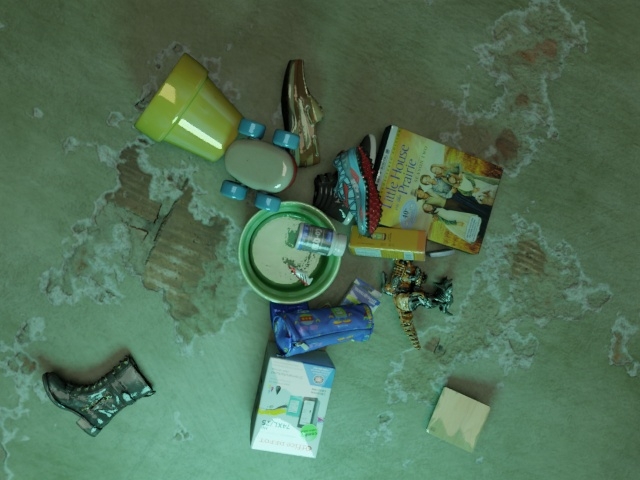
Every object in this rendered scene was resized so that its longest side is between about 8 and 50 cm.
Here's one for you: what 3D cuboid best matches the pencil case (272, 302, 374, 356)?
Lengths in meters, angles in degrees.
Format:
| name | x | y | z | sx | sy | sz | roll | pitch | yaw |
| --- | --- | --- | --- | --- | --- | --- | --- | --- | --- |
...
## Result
| name | x | y | z | sx | sy | sz | roll | pitch | yaw |
| --- | --- | --- | --- | --- | --- | --- | --- | --- | --- |
| pencil case | 0.012 | 0.259 | 1.469 | 0.306 | 0.133 | 0.119 | -5 | 113 | -26 |

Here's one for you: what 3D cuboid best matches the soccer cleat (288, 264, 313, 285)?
| name | x | y | z | sx | sy | sz | roll | pitch | yaw |
| --- | --- | --- | --- | --- | --- | --- | --- | --- | --- |
| soccer cleat | -0.058 | 0.095 | 1.438 | 0.083 | 0.029 | 0.035 | 45 | 77 | -10 |

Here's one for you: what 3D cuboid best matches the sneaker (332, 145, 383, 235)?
| name | x | y | z | sx | sy | sz | roll | pitch | yaw |
| --- | --- | --- | --- | --- | --- | --- | --- | --- | --- |
| sneaker | 0.104 | -0.141 | 1.478 | 0.104 | 0.125 | 0.261 | -16 | 99 | -52 |

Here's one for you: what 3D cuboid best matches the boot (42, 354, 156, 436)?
| name | x | y | z | sx | sy | sz | roll | pitch | yaw |
| --- | --- | --- | --- | --- | --- | --- | --- | --- | --- |
| boot | -0.656 | 0.427 | 1.494 | 0.229 | 0.091 | 0.263 | -42 | 101 | -10 |

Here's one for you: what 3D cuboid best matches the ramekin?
| name | x | y | z | sx | sy | sz | roll | pitch | yaw |
| --- | --- | --- | --- | --- | --- | --- | --- | --- | --- |
| ramekin | -0.097 | 0.033 | 1.518 | 0.304 | 0.148 | 0.303 | 0 | 92 | -8 |

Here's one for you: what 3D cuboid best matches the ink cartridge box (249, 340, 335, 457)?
| name | x | y | z | sx | sy | sz | roll | pitch | yaw |
| --- | --- | --- | --- | --- | --- | --- | --- | --- | --- |
| ink cartridge box | -0.089 | 0.472 | 1.510 | 0.198 | 0.197 | 0.269 | 12 | 91 | -8 |

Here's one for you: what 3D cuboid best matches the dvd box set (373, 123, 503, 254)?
| name | x | y | z | sx | sy | sz | roll | pitch | yaw |
| --- | --- | --- | --- | --- | --- | --- | --- | --- | --- |
| dvd box set | 0.357 | -0.155 | 1.594 | 0.421 | 0.062 | 0.307 | 18 | 89 | -16 |

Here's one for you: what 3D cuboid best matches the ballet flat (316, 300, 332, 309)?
| name | x | y | z | sx | sy | sz | roll | pitch | yaw |
| --- | --- | --- | --- | --- | --- | --- | --- | --- | --- |
| ballet flat | -0.019 | 0.264 | 1.586 | 0.057 | 0.052 | 0.168 | 30 | 88 | -8 |

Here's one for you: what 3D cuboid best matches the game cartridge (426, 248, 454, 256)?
| name | x | y | z | sx | sy | sz | roll | pitch | yaw |
| --- | --- | --- | --- | --- | --- | --- | --- | --- | --- |
| game cartridge | 0.391 | 0.040 | 1.636 | 0.084 | 0.056 | 0.017 | -8 | 93 | -7 |

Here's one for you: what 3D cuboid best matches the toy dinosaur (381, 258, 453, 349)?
| name | x | y | z | sx | sy | sz | roll | pitch | yaw |
| --- | --- | --- | --- | --- | --- | --- | --- | --- | --- |
| toy dinosaur | 0.306 | 0.175 | 1.607 | 0.219 | 0.164 | 0.321 | -3 | 111 | 7 |

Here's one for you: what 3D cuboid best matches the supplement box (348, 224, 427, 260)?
| name | x | y | z | sx | sy | sz | roll | pitch | yaw |
| --- | --- | --- | --- | --- | --- | --- | --- | --- | --- |
| supplement box | 0.210 | 0.008 | 1.552 | 0.234 | 0.080 | 0.077 | 6 | 68 | 12 |

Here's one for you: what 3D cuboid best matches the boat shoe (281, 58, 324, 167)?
| name | x | y | z | sx | sy | sz | roll | pitch | yaw |
| --- | --- | --- | --- | --- | --- | --- | --- | --- | --- |
| boat shoe | -0.053 | -0.382 | 1.535 | 0.120 | 0.122 | 0.323 | -3 | 101 | -13 |

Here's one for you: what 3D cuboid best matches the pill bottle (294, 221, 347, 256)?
| name | x | y | z | sx | sy | sz | roll | pitch | yaw |
| --- | --- | --- | --- | --- | --- | --- | --- | --- | --- |
| pill bottle | 0.000 | 0.000 | 1.416 | 0.137 | 0.078 | 0.078 | 13 | 90 | -9 |

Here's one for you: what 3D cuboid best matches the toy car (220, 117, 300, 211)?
| name | x | y | z | sx | sy | sz | roll | pitch | yaw |
| --- | --- | --- | --- | --- | --- | --- | --- | --- | --- |
| toy car | -0.143 | -0.213 | 1.456 | 0.211 | 0.238 | 0.219 | 20 | 100 | 15 |

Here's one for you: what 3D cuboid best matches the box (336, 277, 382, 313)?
| name | x | y | z | sx | sy | sz | roll | pitch | yaw |
| --- | --- | --- | --- | --- | --- | --- | --- | --- | --- |
| box | 0.112 | 0.221 | 1.609 | 0.109 | 0.042 | 0.178 | 35 | 88 | -8 |

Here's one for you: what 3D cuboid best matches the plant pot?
| name | x | y | z | sx | sy | sz | roll | pitch | yaw |
| --- | --- | --- | --- | --- | --- | --- | --- | --- | --- |
| plant pot | -0.359 | -0.359 | 1.433 | 0.239 | 0.254 | 0.253 | 34 | 87 | -24 |

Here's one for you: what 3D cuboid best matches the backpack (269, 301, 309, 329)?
| name | x | y | z | sx | sy | sz | roll | pitch | yaw |
| --- | --- | --- | --- | --- | --- | --- | --- | --- | --- |
| backpack | -0.092 | 0.232 | 1.548 | 0.120 | 0.101 | 0.097 | -6 | 129 | -13 |

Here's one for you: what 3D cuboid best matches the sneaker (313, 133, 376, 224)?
| name | x | y | z | sx | sy | sz | roll | pitch | yaw |
| --- | --- | --- | --- | --- | --- | --- | --- | --- | --- |
| sneaker | 0.068 | -0.208 | 1.555 | 0.147 | 0.104 | 0.295 | 19 | 93 | -13 |

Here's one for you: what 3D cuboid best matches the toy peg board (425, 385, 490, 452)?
| name | x | y | z | sx | sy | sz | roll | pitch | yaw |
| --- | --- | --- | --- | --- | --- | --- | --- | --- | --- |
| toy peg board | 0.452 | 0.585 | 1.664 | 0.161 | 0.079 | 0.161 | 23 | 88 | 7 |
